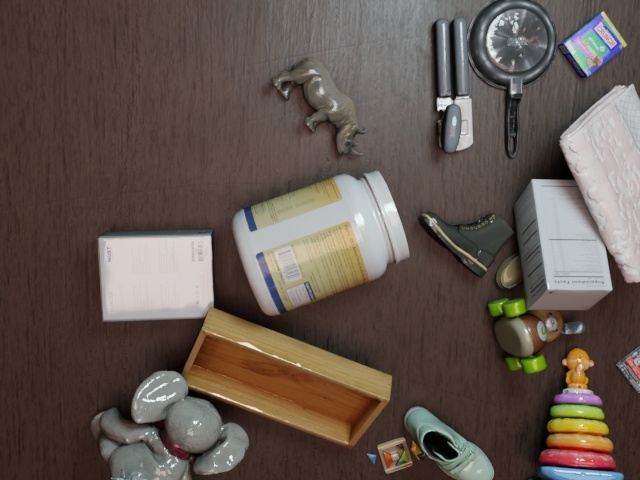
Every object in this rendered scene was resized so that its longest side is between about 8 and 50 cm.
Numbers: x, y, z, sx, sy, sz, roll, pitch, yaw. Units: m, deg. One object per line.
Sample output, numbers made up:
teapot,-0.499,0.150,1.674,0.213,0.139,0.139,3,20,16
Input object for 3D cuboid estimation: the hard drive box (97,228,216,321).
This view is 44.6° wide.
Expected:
hard drive box,-0.339,0.071,1.639,0.232,0.089,0.181,-1,99,-5

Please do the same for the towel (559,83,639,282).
towel,0.635,-0.128,1.608,0.317,0.053,0.332,-38,103,-37

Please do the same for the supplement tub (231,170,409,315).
supplement tub,0.000,0.000,1.583,0.316,0.228,0.228,-19,100,-1

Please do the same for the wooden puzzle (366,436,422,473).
wooden puzzle,0.172,0.492,1.786,0.116,0.014,0.078,-25,100,0

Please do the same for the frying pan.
frying pan,0.386,-0.358,1.649,0.197,0.053,0.326,19,94,-6

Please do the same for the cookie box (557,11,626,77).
cookie box,0.576,-0.414,1.654,0.107,0.040,0.092,-39,99,2

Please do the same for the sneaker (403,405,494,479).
sneaker,0.296,0.484,1.725,0.256,0.151,0.094,39,93,-11

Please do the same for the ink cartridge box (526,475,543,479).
ink cartridge box,0.621,0.703,1.834,0.176,0.069,0.371,-22,103,-1

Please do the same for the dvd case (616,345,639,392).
dvd case,0.752,0.282,1.796,0.119,0.013,0.087,-39,100,4

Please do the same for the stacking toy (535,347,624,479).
stacking toy,0.569,0.390,1.733,0.175,0.166,0.302,1,72,12

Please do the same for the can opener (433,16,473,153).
can opener,0.281,-0.323,1.626,0.074,0.093,0.280,-4,95,-3

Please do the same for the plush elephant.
plush elephant,-0.309,0.415,1.618,0.255,0.330,0.272,-40,93,-13

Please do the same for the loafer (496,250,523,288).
loafer,0.447,0.050,1.715,0.056,0.050,0.148,43,94,-9

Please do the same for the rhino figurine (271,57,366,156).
rhino figurine,0.014,-0.270,1.619,0.106,0.073,0.243,-39,101,6

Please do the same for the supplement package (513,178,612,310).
supplement package,0.496,0.011,1.617,0.139,0.134,0.244,1,67,-4

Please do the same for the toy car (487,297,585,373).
toy car,0.487,0.183,1.704,0.188,0.149,0.155,-18,90,-13

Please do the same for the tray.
tray,-0.078,0.296,1.659,0.411,0.076,0.203,23,131,-7

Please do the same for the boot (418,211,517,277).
boot,0.319,-0.031,1.689,0.198,0.077,0.137,40,90,-23
